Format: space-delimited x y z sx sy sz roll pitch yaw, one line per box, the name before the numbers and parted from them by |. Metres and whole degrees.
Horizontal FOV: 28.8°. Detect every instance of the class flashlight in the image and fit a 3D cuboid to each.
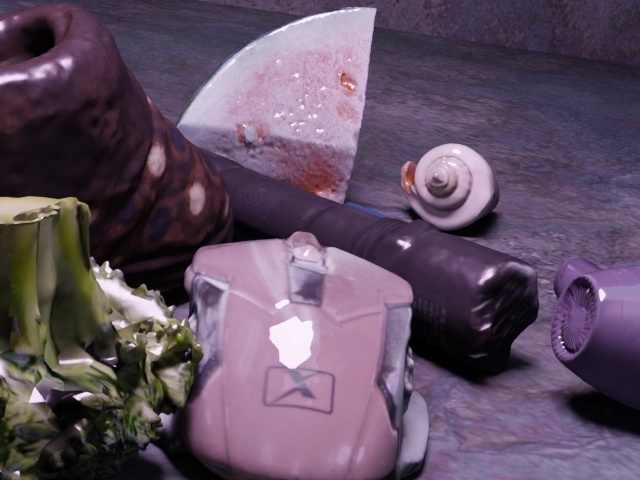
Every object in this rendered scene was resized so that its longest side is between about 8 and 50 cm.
flashlight | 0.000 0.000 1.115 0.424 0.103 0.103 23 21 38

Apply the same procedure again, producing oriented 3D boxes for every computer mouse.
computer mouse | -0.014 0.050 0.894 0.200 0.115 0.389 11 22 -6

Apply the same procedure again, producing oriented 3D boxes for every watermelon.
watermelon | -0.011 -0.128 1.373 0.213 0.289 0.320 52 21 21

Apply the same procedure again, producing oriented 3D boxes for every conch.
conch | 0.154 -0.063 1.411 0.104 0.094 0.176 -27 -1 22

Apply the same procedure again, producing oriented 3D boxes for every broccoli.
broccoli | -0.183 0.060 0.699 0.226 0.176 0.198 -16 34 -9

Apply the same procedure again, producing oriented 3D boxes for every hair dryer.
hair dryer | 0.303 0.065 1.092 0.301 0.121 0.361 14 10 -16

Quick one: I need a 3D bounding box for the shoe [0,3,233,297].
shoe | -0.201 -0.065 0.970 0.171 0.237 0.384 19 20 29
